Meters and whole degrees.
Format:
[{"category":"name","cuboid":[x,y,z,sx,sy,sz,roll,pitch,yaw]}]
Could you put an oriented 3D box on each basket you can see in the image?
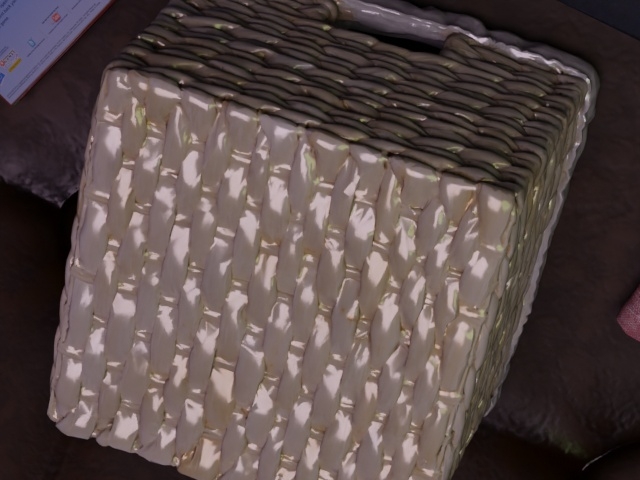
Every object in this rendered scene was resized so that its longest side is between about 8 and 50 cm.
[{"category":"basket","cuboid":[0.000,0.000,1.370,0.328,0.266,0.331,18,117,8]}]

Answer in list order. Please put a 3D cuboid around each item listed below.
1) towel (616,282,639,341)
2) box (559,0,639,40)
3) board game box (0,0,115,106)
[{"category":"towel","cuboid":[0.406,-0.004,1.380,0.237,0.037,0.329,30,118,3]},{"category":"box","cuboid":[0.188,-0.272,1.161,0.294,0.296,0.182,26,119,3]},{"category":"board game box","cuboid":[-0.210,-0.245,1.446,0.145,0.027,0.281,44,119,-9]}]
